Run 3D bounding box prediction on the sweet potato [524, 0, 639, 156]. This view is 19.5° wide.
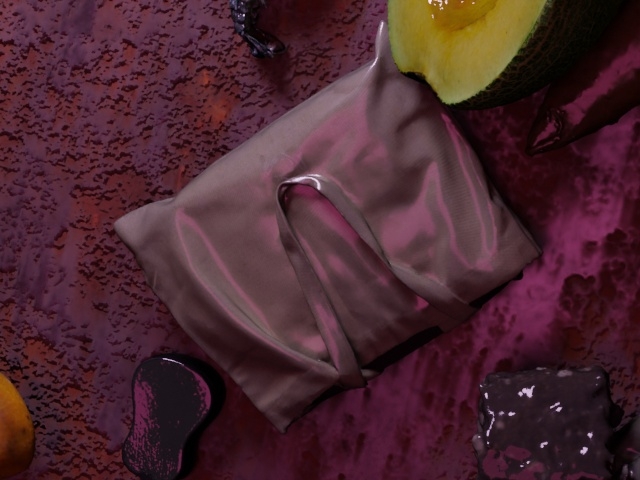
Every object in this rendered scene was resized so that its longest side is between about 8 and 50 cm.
[{"bbox_3d":[0.326,-0.214,1.480,0.422,0.130,0.130,-41,85,21],"label":"sweet potato"}]

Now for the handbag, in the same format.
[{"bbox_3d":[0.005,0.001,1.623,0.316,0.109,0.253,-35,91,13],"label":"handbag"}]

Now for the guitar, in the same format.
[{"bbox_3d":[-0.163,0.236,1.746,0.084,0.038,0.271,21,103,15],"label":"guitar"}]

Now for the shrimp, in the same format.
[{"bbox_3d":[-0.046,-0.245,1.618,0.076,0.082,0.174,22,111,8],"label":"shrimp"}]

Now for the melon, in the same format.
[{"bbox_3d":[0.157,-0.187,1.516,0.129,0.265,0.169,12,110,-30],"label":"melon"}]

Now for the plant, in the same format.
[{"bbox_3d":[0.259,0.188,1.554,0.274,0.149,0.146,11,75,9],"label":"plant"}]

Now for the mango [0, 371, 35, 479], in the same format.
[{"bbox_3d":[-0.398,0.185,1.772,0.295,0.120,0.177,-14,86,17],"label":"mango"}]
